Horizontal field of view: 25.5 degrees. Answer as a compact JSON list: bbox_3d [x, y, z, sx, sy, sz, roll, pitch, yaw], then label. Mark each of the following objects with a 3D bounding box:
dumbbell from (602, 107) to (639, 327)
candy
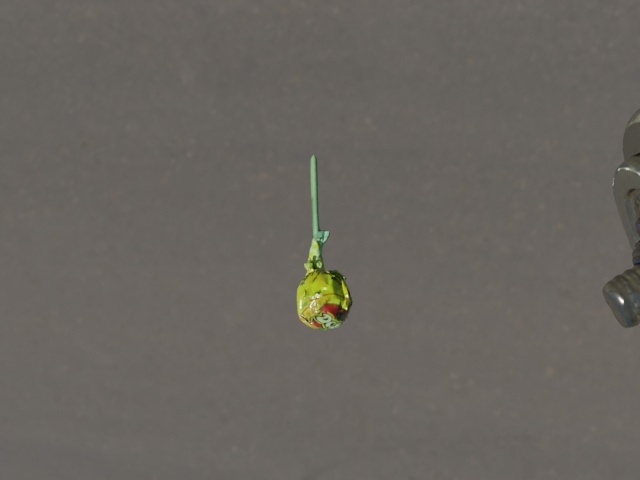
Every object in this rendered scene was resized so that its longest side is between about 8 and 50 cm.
[{"bbox_3d":[0.296,-0.029,0.831,0.290,0.192,0.192,-29,138,-3],"label":"dumbbell"},{"bbox_3d":[0.000,0.000,0.907,0.035,0.123,0.035,4,152,-15],"label":"candy"}]
